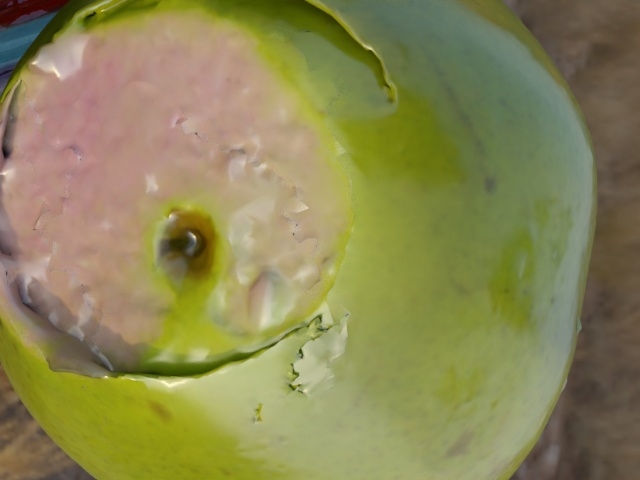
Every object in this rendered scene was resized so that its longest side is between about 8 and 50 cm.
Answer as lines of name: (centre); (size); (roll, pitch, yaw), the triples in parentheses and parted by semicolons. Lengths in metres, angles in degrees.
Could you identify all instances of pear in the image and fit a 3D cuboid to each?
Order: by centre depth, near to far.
pear: (0.000, 0.000, 0.476); (0.220, 0.188, 0.187); (30, 71, -67)

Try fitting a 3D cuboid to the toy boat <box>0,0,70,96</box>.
toy boat: (-0.162, -0.172, 1.359); (0.392, 0.079, 0.136); (-20, 138, -38)
